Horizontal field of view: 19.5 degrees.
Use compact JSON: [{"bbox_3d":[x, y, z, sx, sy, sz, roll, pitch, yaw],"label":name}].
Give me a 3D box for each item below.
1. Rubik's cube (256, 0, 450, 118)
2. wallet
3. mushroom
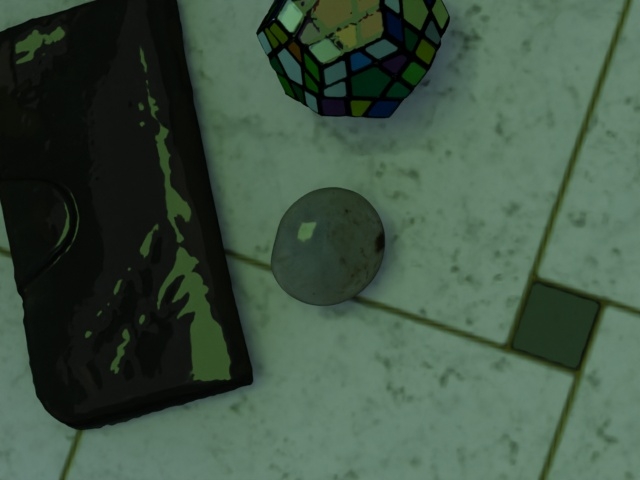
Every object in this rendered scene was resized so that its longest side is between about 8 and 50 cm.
[{"bbox_3d":[0.022,-0.146,1.282,0.112,0.133,0.133,30,90,-8],"label":"Rubik's cube"},{"bbox_3d":[-0.154,-0.025,1.352,0.165,0.042,0.309,-15,77,12],"label":"wallet"},{"bbox_3d":[0.000,0.000,1.293,0.085,0.085,0.079,-51,30,3],"label":"mushroom"}]
